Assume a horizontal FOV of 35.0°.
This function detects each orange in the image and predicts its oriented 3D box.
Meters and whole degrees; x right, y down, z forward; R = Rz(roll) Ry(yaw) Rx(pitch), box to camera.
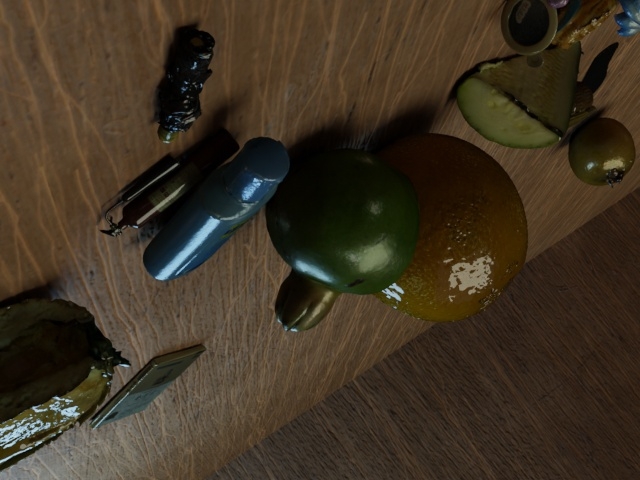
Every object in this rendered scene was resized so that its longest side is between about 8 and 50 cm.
[{"bbox_3d":[0.161,-0.017,1.445,0.274,0.274,0.274,-34,165,-10],"label":"orange"}]

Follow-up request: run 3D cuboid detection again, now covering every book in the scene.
[{"bbox_3d":[-0.297,0.251,1.746,0.199,0.016,0.138,-44,164,26],"label":"book"}]

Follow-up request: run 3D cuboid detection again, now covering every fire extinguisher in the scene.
[{"bbox_3d":[-0.162,-0.059,1.062,0.173,0.035,0.049,-39,169,-2],"label":"fire extinguisher"}]

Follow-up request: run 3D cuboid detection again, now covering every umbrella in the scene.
[{"bbox_3d":[-0.122,-0.134,0.909,0.037,0.040,0.144,-37,169,-32],"label":"umbrella"}]

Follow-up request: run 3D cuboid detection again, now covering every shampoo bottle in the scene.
[{"bbox_3d":[-0.111,-0.034,1.112,0.104,0.061,0.258,-35,177,-36],"label":"shampoo bottle"}]

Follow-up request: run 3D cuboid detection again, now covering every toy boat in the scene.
[{"bbox_3d":[0.399,-0.225,1.761,0.226,0.068,0.088,-21,154,-37],"label":"toy boat"}]

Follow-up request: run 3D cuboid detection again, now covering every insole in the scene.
[{"bbox_3d":[0.504,-0.303,1.869,0.080,0.003,0.232,-35,165,-6],"label":"insole"}]

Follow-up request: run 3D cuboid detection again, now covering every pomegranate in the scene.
[{"bbox_3d":[-0.001,-0.013,1.294,0.159,0.190,0.241,16,133,-38],"label":"pomegranate"}]

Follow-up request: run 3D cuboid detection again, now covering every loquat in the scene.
[{"bbox_3d":[0.603,-0.188,2.176,0.137,0.163,0.163,5,148,-20],"label":"loquat"}]

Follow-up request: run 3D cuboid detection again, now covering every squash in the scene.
[{"bbox_3d":[0.293,-0.251,1.521,0.093,0.169,0.252,-47,-165,46],"label":"squash"}]

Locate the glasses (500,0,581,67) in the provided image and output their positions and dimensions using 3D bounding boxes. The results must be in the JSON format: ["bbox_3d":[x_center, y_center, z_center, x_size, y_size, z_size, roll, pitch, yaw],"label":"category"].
[{"bbox_3d":[0.321,-0.337,1.291,0.189,0.088,0.220,-48,-179,36],"label":"glasses"}]

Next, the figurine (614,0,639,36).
[{"bbox_3d":[0.490,-0.367,1.530,0.114,0.079,0.114,-12,125,-17],"label":"figurine"}]

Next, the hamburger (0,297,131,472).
[{"bbox_3d":[-0.373,0.183,1.132,0.309,0.132,0.211,-28,164,-27],"label":"hamburger"}]

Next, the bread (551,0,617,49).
[{"bbox_3d":[0.373,-0.316,1.451,0.111,0.044,0.083,-33,167,-20],"label":"bread"}]
